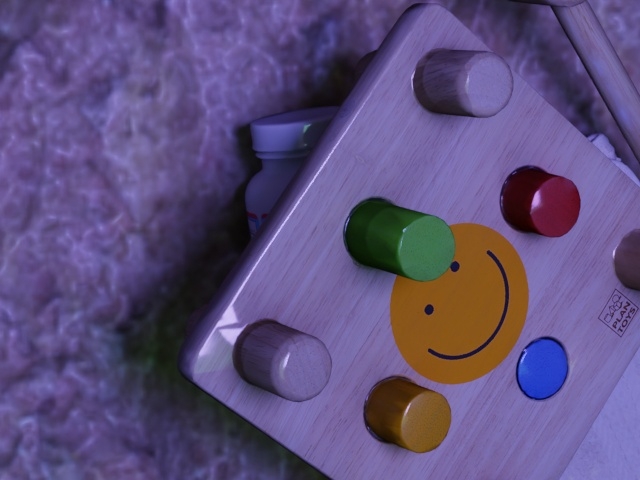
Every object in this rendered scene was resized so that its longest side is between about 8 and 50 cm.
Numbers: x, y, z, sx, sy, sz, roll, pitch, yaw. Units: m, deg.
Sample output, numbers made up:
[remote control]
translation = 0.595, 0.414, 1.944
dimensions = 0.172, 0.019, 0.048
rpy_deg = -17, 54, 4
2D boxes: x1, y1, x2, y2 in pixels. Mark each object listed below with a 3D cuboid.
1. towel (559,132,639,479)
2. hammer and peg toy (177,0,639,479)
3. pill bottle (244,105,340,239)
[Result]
[towel]
translation = 0.173, 0.083, 1.078
dimensions = 0.187, 0.049, 0.282
rpy_deg = -30, 108, -10
[hammer and peg toy]
translation = 0.112, -0.005, 0.920
dimensions = 0.266, 0.127, 0.361
rpy_deg = 39, 79, -26
[pill bottle]
translation = 0.000, 0.000, 0.985
dimensions = 0.087, 0.087, 0.160
rpy_deg = -11, 103, -16
